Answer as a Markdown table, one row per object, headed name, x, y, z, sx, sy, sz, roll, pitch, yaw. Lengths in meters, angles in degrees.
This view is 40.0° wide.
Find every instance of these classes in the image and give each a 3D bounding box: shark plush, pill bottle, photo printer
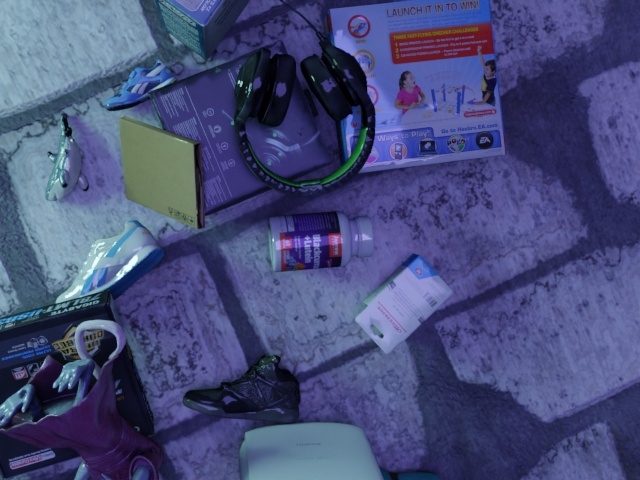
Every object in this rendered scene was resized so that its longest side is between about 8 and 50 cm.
| name | x | y | z | sx | sy | sz | roll | pitch | yaw |
| --- | --- | --- | --- | --- | --- | --- | --- | --- | --- |
| shark plush | -0.486 | -0.155 | 1.639 | 0.067 | 0.073 | 0.161 | 0 | 99 | 23 |
| pill bottle | 0.000 | 0.000 | 1.679 | 0.193 | 0.108 | 0.108 | -5 | 94 | -7 |
| photo printer | -0.019 | 0.426 | 1.602 | 0.255 | 0.307 | 0.107 | -1 | 103 | -7 |

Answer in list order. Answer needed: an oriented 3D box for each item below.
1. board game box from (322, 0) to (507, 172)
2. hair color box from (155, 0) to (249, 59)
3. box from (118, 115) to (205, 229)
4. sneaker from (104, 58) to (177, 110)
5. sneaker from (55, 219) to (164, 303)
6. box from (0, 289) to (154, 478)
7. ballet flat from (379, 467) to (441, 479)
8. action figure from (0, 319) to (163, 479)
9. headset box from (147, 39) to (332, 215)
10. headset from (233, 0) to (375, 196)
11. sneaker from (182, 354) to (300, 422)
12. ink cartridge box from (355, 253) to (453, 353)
| name | x | y | z | sx | sy | sz | roll | pitch | yaw |
| --- | --- | --- | --- | --- | --- | --- | --- | --- | --- |
| board game box | 0.175 | -0.290 | 1.649 | 0.308 | 0.086 | 0.302 | -7 | 94 | -8 |
| hair color box | -0.189 | -0.432 | 1.509 | 0.105 | 0.347 | 0.174 | 35 | 88 | -8 |
| box | -0.286 | -0.124 | 1.584 | 0.021 | 0.201 | 0.165 | -28 | 129 | -43 |
| sneaker | -0.344 | -0.289 | 1.649 | 0.144 | 0.053 | 0.059 | -29 | 97 | -13 |
| sneaker | -0.406 | 0.056 | 1.652 | 0.228 | 0.087 | 0.092 | -37 | 74 | 0 |
| box | -0.486 | 0.265 | 1.616 | 0.295 | 0.073 | 0.293 | -15 | 111 | -5 |
| ballet flat | 0.140 | 0.494 | 1.750 | 0.206 | 0.073 | 0.067 | 10 | 107 | -4 |
| action figure | -0.387 | 0.348 | 1.568 | 0.370 | 0.248 | 0.276 | 50 | 52 | -37 |
| headset box | -0.140 | -0.208 | 1.638 | 0.283 | 0.131 | 0.246 | -24 | 96 | -5 |
| headset | -0.037 | -0.279 | 1.537 | 0.243 | 0.185 | 0.394 | -7 | 108 | -7 |
| sneaker | -0.148 | 0.277 | 1.692 | 0.227 | 0.087 | 0.130 | 5 | 91 | -11 |
| ink cartridge box | 0.158 | 0.124 | 1.731 | 0.180 | 0.060 | 0.104 | -43 | 98 | -3 |
